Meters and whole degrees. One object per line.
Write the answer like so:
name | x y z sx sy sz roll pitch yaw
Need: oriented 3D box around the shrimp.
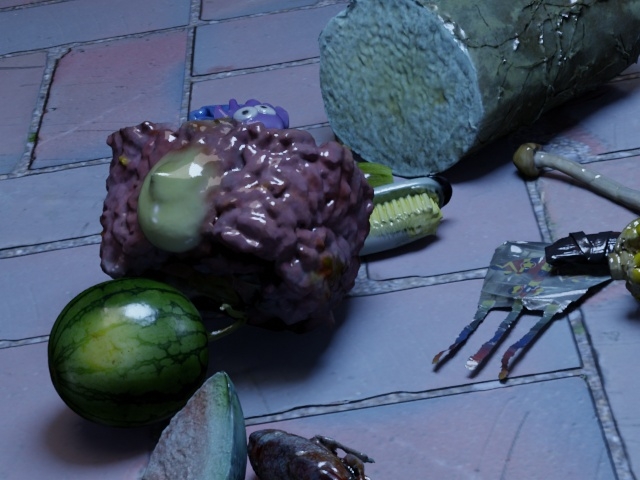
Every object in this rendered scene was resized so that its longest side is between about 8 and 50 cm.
shrimp | 0.002 0.200 1.363 0.190 0.073 0.074 11 78 49

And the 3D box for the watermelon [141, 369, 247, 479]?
watermelon | -0.104 0.200 1.374 0.094 0.081 0.180 24 78 17

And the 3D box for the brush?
brush | 0.000 0.000 1.734 0.297 0.068 0.060 -14 51 1

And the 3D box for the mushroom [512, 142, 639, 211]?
mushroom | 0.306 -0.054 1.717 0.068 0.043 0.306 -3 16 -30

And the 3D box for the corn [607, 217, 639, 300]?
corn | 0.425 0.002 1.546 0.320 0.097 0.097 -8 29 -2

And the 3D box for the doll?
doll | -0.103 -0.142 2.004 0.110 0.067 0.206 -16 18 -27

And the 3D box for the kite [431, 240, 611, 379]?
kite | 0.195 0.060 1.599 0.141 0.015 0.245 6 32 32

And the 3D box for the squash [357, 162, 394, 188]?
squash | -0.032 -0.042 1.803 0.229 0.066 0.066 -10 29 -3

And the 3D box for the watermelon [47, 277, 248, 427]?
watermelon | -0.156 0.101 1.521 0.187 0.140 0.140 -9 28 -17

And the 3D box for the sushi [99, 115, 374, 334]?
sushi | -0.093 -0.016 1.591 0.270 0.236 0.170 6 73 27

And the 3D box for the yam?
yam | 0.197 -0.228 1.912 0.348 0.241 0.241 -26 33 -29

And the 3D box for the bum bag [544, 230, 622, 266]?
bum bag | 0.284 0.008 1.628 0.125 0.034 0.058 1 24 8
